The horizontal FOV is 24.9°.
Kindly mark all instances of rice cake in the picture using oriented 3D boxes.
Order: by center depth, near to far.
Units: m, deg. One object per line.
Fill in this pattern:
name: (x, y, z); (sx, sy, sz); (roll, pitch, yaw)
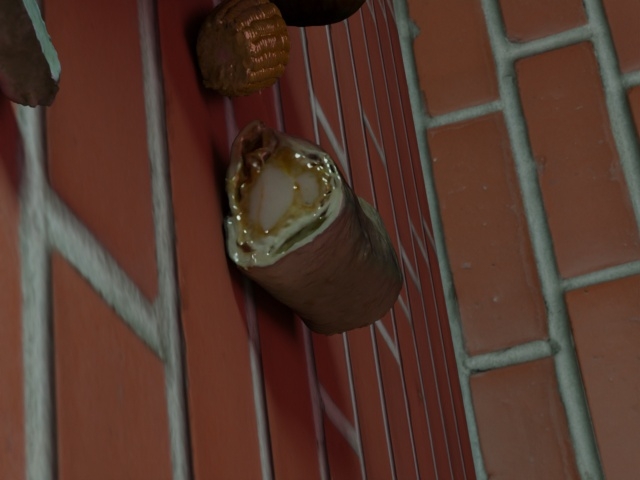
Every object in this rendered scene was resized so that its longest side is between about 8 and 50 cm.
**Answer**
rice cake: (-0.167, -0.157, 0.661); (0.043, 0.034, 0.211); (-104, 176, -62)

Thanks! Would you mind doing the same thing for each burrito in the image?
burrito: (-0.002, -0.004, 1.249); (0.299, 0.105, 0.143); (43, 31, -71)

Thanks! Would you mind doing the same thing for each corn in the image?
corn: (-0.064, -0.162, 1.214); (0.165, 0.063, 0.085); (-61, 162, -73)

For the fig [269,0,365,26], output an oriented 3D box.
fig: (-0.020, -0.326, 1.389); (0.149, 0.149, 0.245); (-79, 164, -68)
